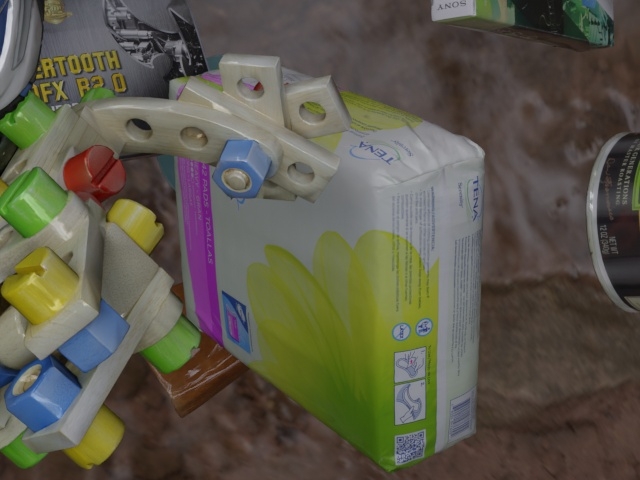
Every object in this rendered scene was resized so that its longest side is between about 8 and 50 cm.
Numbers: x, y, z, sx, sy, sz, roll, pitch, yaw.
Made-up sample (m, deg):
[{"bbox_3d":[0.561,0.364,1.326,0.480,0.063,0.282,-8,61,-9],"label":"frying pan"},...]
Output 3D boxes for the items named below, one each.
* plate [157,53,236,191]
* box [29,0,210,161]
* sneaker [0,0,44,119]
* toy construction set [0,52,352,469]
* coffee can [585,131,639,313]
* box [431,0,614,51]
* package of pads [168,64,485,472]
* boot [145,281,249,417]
[{"bbox_3d":[-0.107,-0.126,1.781,0.188,0.188,0.024,-56,33,-6],"label":"plate"},{"bbox_3d":[-0.229,-0.166,1.483,0.231,0.056,0.183,-10,72,-22],"label":"box"},{"bbox_3d":[-0.167,-0.163,0.688,0.080,0.081,0.211,-5,81,22],"label":"sneaker"},{"bbox_3d":[-0.121,-0.010,0.804,0.215,0.328,0.151,-26,105,35],"label":"toy construction set"},{"bbox_3d":[0.444,-0.025,1.554,0.275,0.201,0.201,-4,68,40],"label":"coffee can"},{"bbox_3d":[0.216,-0.330,1.592,0.058,0.322,0.232,-4,89,37],"label":"box"},{"bbox_3d":[0.000,0.000,1.101,0.101,0.229,0.296,-16,28,-31],"label":"package of pads"},{"bbox_3d":[-0.079,0.024,1.590,0.280,0.096,0.264,-31,57,2],"label":"boot"}]
